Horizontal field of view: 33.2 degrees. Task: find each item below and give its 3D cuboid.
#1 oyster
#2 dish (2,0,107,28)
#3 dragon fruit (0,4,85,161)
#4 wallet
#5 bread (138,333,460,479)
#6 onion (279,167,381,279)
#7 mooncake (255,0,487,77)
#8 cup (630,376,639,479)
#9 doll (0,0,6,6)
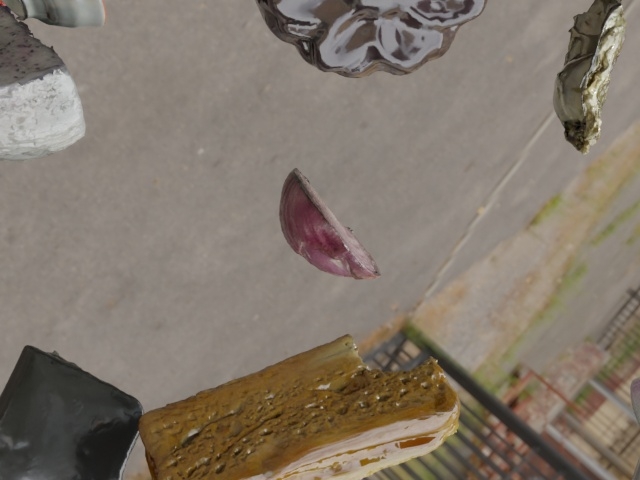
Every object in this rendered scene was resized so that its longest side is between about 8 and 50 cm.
[{"bbox_3d":[0.258,-0.168,1.034,0.166,0.053,0.108,-69,-161,2],"label":"oyster"},{"bbox_3d":[-0.373,-0.348,1.301,0.085,0.260,0.260,-39,159,-16],"label":"dish"},{"bbox_3d":[-0.517,-0.214,1.684,0.221,0.283,0.204,-29,138,-28],"label":"dragon fruit"},{"bbox_3d":[-0.367,0.331,1.356,0.051,0.197,0.378,-26,-142,62],"label":"wallet"},{"bbox_3d":[-0.025,0.222,1.304,0.380,0.185,0.109,-19,135,-9],"label":"bread"},{"bbox_3d":[0.000,0.000,2.038,0.111,0.247,0.250,-37,120,6],"label":"onion"},{"bbox_3d":[0.059,-0.307,1.178,0.282,0.141,0.283,-4,132,-4],"label":"mooncake"},{"bbox_3d":[0.369,0.222,0.995,0.202,0.166,0.221,-44,136,-58],"label":"cup"},{"bbox_3d":[-0.494,-0.500,1.810,0.142,0.076,0.245,138,-24,-83],"label":"doll"}]
